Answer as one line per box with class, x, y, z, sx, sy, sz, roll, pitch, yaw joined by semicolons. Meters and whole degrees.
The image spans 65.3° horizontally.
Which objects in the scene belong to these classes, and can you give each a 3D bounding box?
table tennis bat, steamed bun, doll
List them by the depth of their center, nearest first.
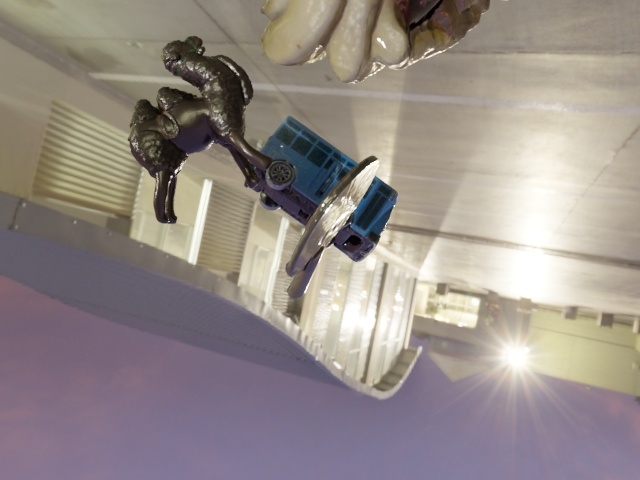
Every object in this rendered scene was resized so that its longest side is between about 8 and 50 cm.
steamed bun;0.155;-0.293;0.466;0.189;0.428;0.247;35;141;14
doll;-0.126;-0.114;0.491;0.139;0.165;0.057;-23;180;0
table tennis bat;0.000;0.000;0.534;0.022;0.131;0.234;38;143;9

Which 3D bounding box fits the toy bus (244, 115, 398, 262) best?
toy bus;0.006;-0.081;0.809;0.234;0.133;0.116;35;156;-1
